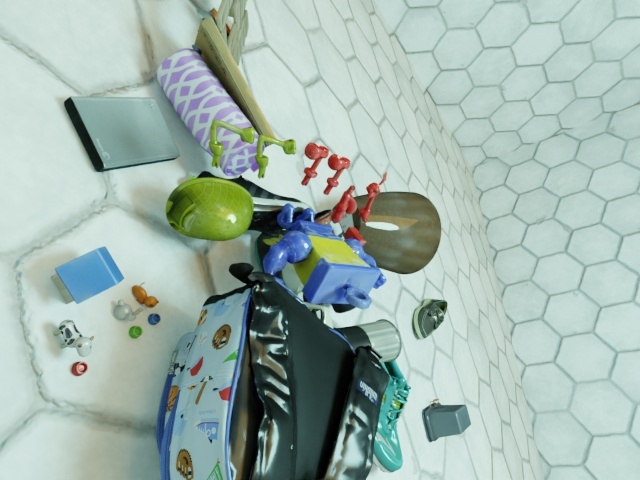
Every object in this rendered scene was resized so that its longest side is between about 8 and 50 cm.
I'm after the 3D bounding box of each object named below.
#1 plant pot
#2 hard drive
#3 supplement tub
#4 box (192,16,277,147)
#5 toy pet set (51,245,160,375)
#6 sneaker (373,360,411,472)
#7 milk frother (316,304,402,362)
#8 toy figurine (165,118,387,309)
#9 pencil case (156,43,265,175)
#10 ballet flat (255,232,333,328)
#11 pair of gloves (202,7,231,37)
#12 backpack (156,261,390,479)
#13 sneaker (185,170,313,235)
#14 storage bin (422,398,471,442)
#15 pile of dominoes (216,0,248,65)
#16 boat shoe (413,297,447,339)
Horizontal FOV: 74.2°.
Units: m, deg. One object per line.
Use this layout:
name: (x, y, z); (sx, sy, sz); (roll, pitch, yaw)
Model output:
plant pot: (0.135, -0.030, 1.023); (0.230, 0.215, 0.216); (7, 66, -41)
hard drive: (-0.264, -0.148, 0.577); (0.135, 0.022, 0.094); (-34, 103, -60)
supplement tub: (0.020, 0.044, 0.852); (0.198, 0.106, 0.106); (64, 30, -9)
box: (-0.151, -0.241, 0.712); (0.021, 0.164, 0.201); (-33, 105, -17)
toy pet set: (-0.227, 0.065, 0.466); (0.114, 0.065, 0.122); (64, 29, -10)
sneaker: (0.130, 0.321, 0.864); (0.107, 0.109, 0.276); (24, 54, -52)
milk frother: (0.058, 0.169, 0.803); (0.134, 0.129, 0.143); (0, 79, -39)
toy figurine: (0.000, 0.000, 0.593); (0.362, 0.191, 0.217); (10, 34, -43)
pencil case: (-0.171, -0.198, 0.661); (0.206, 0.086, 0.088); (56, 1, 7)
ballet flat: (-0.030, 0.106, 0.739); (0.095, 0.096, 0.281); (-8, 80, -59)
pair of gloves: (-0.205, -0.423, 0.855); (0.074, 0.010, 0.083); (50, 38, -33)
backpack: (-0.067, 0.210, 0.504); (0.276, 0.213, 0.264); (40, 32, -32)
sneaker: (-0.108, -0.072, 0.708); (0.234, 0.084, 0.097); (6, 55, -45)
storage bin: (0.344, 0.479, 1.146); (0.135, 0.091, 0.098); (14, 61, -57)
pile of dominoes: (-0.171, -0.402, 0.777); (0.196, 0.040, 0.251); (109, -11, -60)
boat shoe: (0.348, 0.233, 1.318); (0.223, 0.073, 0.080); (-30, 99, -61)
